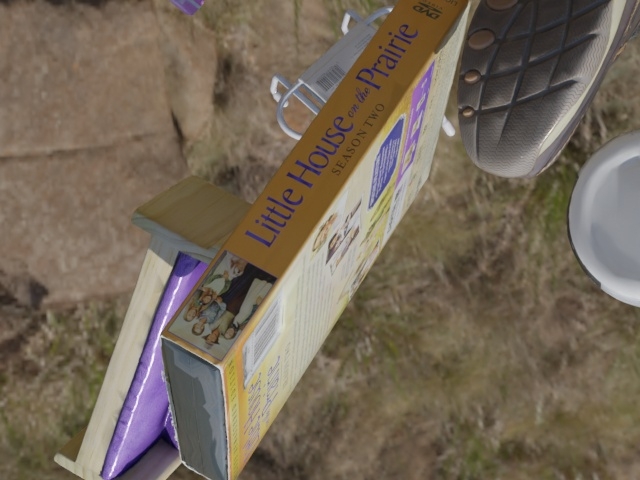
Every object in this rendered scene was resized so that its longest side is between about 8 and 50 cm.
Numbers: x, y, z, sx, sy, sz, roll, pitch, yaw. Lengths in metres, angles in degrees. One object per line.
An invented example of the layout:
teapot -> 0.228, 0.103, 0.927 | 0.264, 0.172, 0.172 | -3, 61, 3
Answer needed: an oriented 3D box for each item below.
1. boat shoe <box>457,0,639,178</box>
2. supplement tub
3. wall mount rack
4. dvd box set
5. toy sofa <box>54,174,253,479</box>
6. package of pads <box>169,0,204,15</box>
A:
boat shoe -> 0.231, -0.210, 0.931 | 0.130, 0.132, 0.355 | 15, 102, -44
supplement tub -> 0.438, -0.011, 1.375 | 0.207, 0.207, 0.338 | -31, 160, 23
wall mount rack -> 0.086, -0.260, 2.144 | 0.350, 0.304, 0.130 | -44, 172, -17
dvd box set -> 0.000, 0.000, 1.057 | 0.062, 0.420, 0.307 | 28, 154, 12
toy sofa -> -0.150, 0.127, 1.286 | 0.177, 0.150, 0.362 | 28, 116, 11
package of pads -> -0.174, -0.294, 1.309 | 0.083, 0.050, 0.032 | 37, 92, -25
